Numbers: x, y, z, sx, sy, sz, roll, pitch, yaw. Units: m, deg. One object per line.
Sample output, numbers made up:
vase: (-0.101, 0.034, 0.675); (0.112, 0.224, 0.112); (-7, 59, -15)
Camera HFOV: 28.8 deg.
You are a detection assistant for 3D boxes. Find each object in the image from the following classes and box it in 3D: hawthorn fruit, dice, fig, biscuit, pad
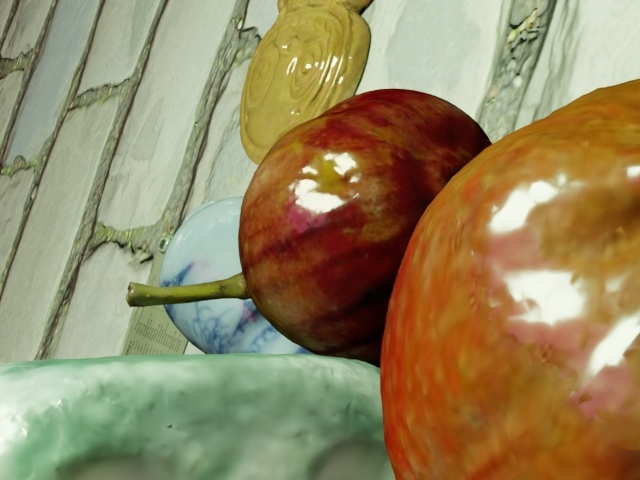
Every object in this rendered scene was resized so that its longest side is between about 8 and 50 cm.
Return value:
hawthorn fruit: (0.153, 0.060, 0.569); (0.258, 0.258, 0.262); (-120, 45, -55)
dice: (-0.127, 0.239, 0.738); (0.328, 0.348, 0.330); (-16, 76, 55)
fig: (0.015, 0.009, 0.890); (0.249, 0.186, 0.204); (-35, 17, 45)
biscuit: (-0.008, -0.207, 1.229); (0.202, 0.044, 0.288); (12, 84, 61)
pad: (-0.185, 0.122, 1.335); (0.159, 0.009, 0.265); (12, 81, 60)

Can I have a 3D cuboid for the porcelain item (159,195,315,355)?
porcelain item: (-0.046, 0.055, 1.023); (0.141, 0.141, 0.259); (-59, 38, 16)
